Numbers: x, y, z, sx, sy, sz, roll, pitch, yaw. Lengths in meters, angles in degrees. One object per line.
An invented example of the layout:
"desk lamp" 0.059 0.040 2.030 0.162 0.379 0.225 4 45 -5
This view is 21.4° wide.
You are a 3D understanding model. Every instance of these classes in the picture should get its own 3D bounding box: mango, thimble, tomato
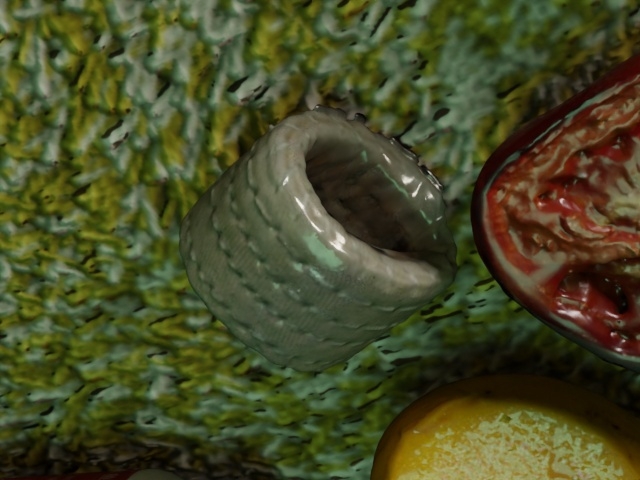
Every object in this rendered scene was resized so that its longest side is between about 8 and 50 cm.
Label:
"mango" 0.133 0.142 0.905 0.217 0.102 0.141 15 106 0
"thimble" 0.000 0.000 0.825 0.115 0.102 0.090 16 137 -37
"tomato" 0.170 -0.013 0.780 0.166 0.082 0.174 -34 109 26

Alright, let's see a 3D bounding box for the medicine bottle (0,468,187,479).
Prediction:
"medicine bottle" -0.149 0.204 1.003 0.250 0.131 0.131 -6 126 20
